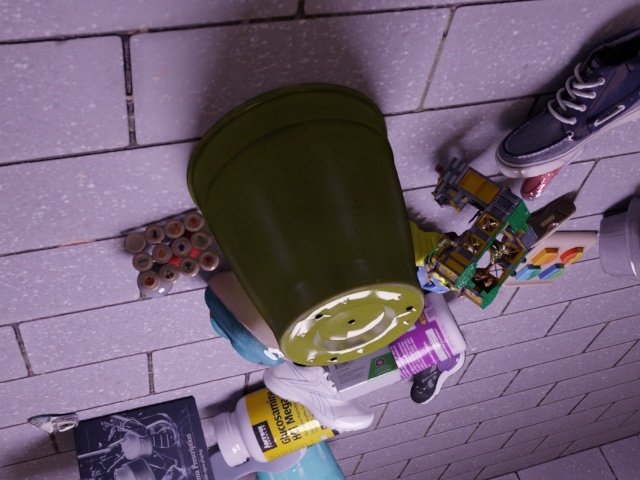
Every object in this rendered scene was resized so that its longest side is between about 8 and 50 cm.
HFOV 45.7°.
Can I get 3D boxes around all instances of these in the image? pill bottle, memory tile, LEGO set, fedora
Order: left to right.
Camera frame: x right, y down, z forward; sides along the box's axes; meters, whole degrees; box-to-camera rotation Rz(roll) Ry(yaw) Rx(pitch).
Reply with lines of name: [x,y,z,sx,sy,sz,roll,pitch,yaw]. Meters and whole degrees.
memory tile: [-0.265,0.018,1.353,0.148,0.113,0.012,-20,176,-5]
pill bottle: [-0.107,0.478,2.033,0.334,0.188,0.188,-22,147,-1]
pill bottle: [0.200,0.259,1.908,0.301,0.169,0.169,-27,147,7]
LEGO set: [0.287,-0.017,1.519,0.255,0.192,0.331,-57,151,9]
fedora: [0.769,0.018,1.880,0.124,0.244,0.275,-8,163,40]

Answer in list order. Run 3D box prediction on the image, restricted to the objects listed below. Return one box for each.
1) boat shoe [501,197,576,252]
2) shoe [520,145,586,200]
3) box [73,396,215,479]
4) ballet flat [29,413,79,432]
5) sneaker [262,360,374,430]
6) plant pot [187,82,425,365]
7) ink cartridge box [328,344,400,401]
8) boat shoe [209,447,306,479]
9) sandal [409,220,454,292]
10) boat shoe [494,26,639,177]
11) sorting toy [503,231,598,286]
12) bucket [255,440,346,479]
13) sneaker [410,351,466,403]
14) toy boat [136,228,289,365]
boat shoe: [0.514,-0.026,1.775,0.190,0.068,0.072,-31,158,14]
shoe: [0.456,-0.157,1.553,0.081,0.063,0.178,12,130,-39]
box: [-0.431,0.611,1.897,0.312,0.343,0.179,-11,147,-17]
ballet flat: [-0.633,0.437,1.810,0.114,0.041,0.041,2,141,-31]
sneaker: [0.003,0.366,1.877,0.129,0.297,0.111,-65,173,18]
plant pot: [0.000,0.000,1.247,0.366,0.353,0.366,-15,147,-10]
ink cartridge box: [0.082,0.252,1.796,0.153,0.208,0.087,-20,150,0]
boat shoe: [-0.159,0.619,2.248,0.367,0.136,0.156,-30,174,33]
sandal: [0.193,0.041,1.651,0.138,0.126,0.317,-22,148,30]
boat shoe: [0.462,-0.254,1.375,0.340,0.127,0.158,-31,141,0]
sorting toy: [0.592,0.056,1.958,0.193,0.038,0.208,-1,142,-29]
bucket: [-0.065,0.744,2.371,0.281,0.183,0.281,-24,174,-3]
sneaker: [0.305,0.378,2.231,0.124,0.107,0.283,10,134,-18]
toy boat: [-0.195,0.119,1.451,0.148,0.267,0.318,-47,118,-3]
